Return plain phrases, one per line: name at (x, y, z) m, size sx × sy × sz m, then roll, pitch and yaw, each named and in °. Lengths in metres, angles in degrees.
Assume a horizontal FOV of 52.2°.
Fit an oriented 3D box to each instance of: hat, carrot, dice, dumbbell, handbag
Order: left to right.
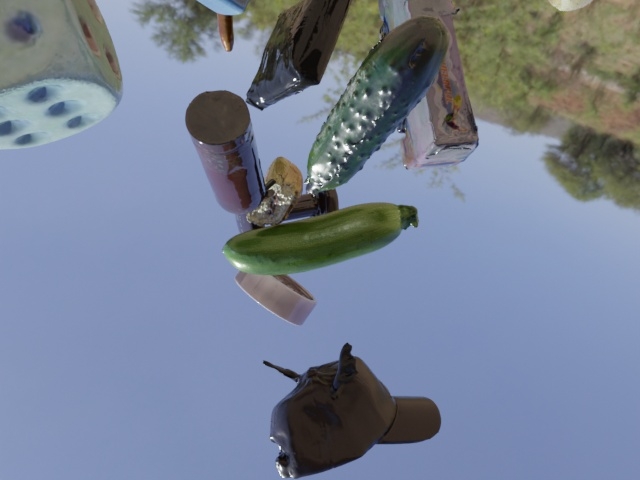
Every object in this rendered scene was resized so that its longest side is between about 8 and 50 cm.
dice at (-0.492, -0.314, 1.058) m, size 0.265 × 0.262 × 0.268 m, roll -20°, pitch 176°, yaw -3°
carrot at (-0.202, -0.505, 1.340) m, size 0.043 × 0.247 × 0.043 m, roll -1°, pitch -142°, yaw 1°
dumbbell at (-0.078, -0.072, 1.494) m, size 0.225 × 0.140 × 0.124 m, roll -10°, pitch -162°, yaw -22°
handbag at (-0.055, -0.392, 1.307) m, size 0.080 × 0.246 × 0.223 m, roll 31°, pitch 158°, yaw -31°
hat at (0.050, 0.271, 1.187) m, size 0.336 × 0.208 × 0.238 m, roll -10°, pitch -178°, yaw -27°

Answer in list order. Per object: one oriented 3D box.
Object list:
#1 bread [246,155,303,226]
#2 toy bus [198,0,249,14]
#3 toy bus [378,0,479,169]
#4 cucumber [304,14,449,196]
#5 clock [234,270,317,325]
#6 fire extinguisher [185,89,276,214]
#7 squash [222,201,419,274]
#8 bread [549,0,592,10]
bread at (-0.083, -0.091, 1.264) m, size 0.082 × 0.125 × 0.106 m, roll 30°, pitch -140°, yaw -6°
toy bus at (-0.198, -0.426, 0.919) m, size 0.234 × 0.133 × 0.116 m, roll 23°, pitch -175°, yaw -36°
toy bus at (0.172, -0.281, 1.062) m, size 0.113 × 0.316 × 0.138 m, roll -9°, pitch 173°, yaw -12°
cucumber at (0.044, -0.121, 0.633) m, size 0.069 × 0.227 × 0.069 m, roll 20°, pitch -135°, yaw -21°
clock at (-0.104, 0.116, 1.539) m, size 0.197 × 0.068 × 0.197 m, roll 36°, pitch -177°, yaw -2°
fire extinguisher at (-0.102, -0.095, 0.827) m, size 0.072 × 0.089 × 0.267 m, roll 52°, pitch 169°, yaw 16°
squash at (0.000, 0.000, 1.283) m, size 0.395 × 0.107 × 0.107 m, roll -13°, pitch -160°, yaw 5°
bread at (0.562, -0.669, 1.450) m, size 0.159 × 0.305 × 0.305 m, roll -14°, pitch -166°, yaw 13°
